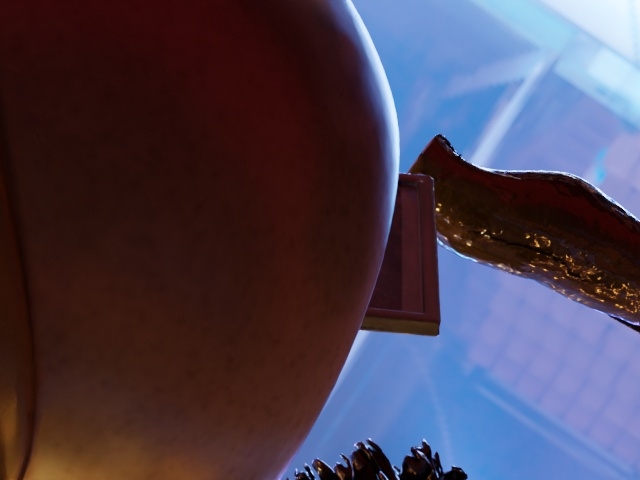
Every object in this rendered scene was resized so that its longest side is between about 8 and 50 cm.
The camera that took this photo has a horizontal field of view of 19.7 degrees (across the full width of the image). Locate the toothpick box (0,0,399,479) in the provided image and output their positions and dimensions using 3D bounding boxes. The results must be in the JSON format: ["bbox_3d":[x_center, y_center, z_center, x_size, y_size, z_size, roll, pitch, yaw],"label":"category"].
[{"bbox_3d":[-0.211,-0.046,0.844,0.425,0.409,0.409,25,-177,-21],"label":"toothpick box"}]

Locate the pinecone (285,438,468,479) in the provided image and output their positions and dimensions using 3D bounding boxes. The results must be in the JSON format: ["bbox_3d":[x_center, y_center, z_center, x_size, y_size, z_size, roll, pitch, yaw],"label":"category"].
[{"bbox_3d":[0.046,0.250,1.418,0.221,0.221,0.221,34,179,0],"label":"pinecone"}]

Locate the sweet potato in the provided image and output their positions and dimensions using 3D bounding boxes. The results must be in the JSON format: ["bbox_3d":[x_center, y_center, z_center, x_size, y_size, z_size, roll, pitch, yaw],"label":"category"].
[{"bbox_3d":[0.182,0.000,1.368,0.285,0.085,0.112,23,168,-26],"label":"sweet potato"}]

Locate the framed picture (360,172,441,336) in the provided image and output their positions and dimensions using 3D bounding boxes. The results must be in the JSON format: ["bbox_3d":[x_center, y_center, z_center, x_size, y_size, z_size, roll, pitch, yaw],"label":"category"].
[{"bbox_3d":[0.000,0.000,1.162,0.150,0.015,0.203,6,-153,0],"label":"framed picture"}]
